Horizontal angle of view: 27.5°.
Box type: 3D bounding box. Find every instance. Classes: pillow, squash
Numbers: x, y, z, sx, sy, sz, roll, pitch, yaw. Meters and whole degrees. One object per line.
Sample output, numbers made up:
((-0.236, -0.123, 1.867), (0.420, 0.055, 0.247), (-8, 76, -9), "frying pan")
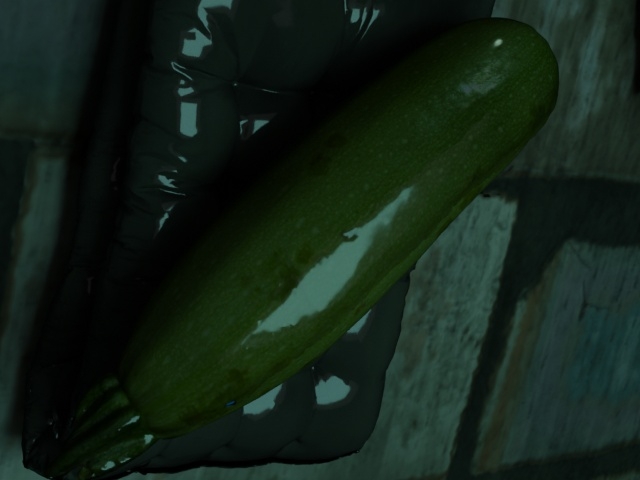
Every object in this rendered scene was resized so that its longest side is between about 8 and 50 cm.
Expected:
((-0.029, -0.021, 0.731), (0.228, 0.101, 0.326), (4, 104, -40), "pillow")
((0.000, 0.000, 0.640), (0.341, 0.094, 0.094), (-42, 131, -16), "squash")
